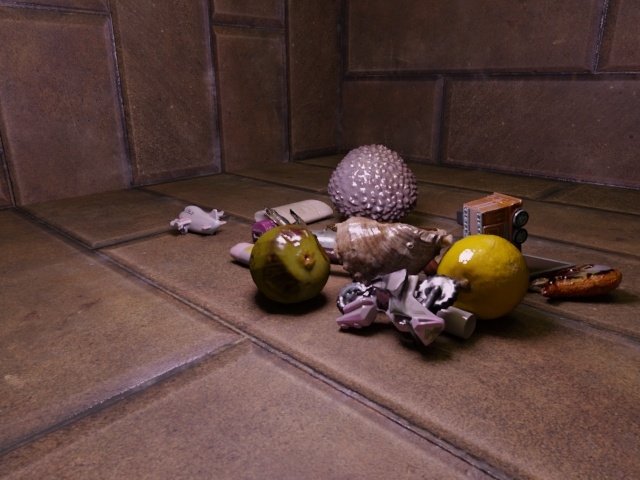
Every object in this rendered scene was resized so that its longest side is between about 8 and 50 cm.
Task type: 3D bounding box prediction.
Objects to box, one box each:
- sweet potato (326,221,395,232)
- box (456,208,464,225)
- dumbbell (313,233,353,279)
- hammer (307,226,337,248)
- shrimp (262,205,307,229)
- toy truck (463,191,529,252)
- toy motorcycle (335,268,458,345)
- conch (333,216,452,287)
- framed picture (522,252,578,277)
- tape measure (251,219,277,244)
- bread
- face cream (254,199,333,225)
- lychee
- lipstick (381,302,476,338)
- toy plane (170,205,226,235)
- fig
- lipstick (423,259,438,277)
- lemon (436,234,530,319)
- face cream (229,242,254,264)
[{"bbox_3d":[0.207,-0.018,1.841,0.131,0.130,0.423,-17,22,-41],"label":"sweet potato"},{"bbox_3d":[0.685,-0.110,2.176,0.123,0.084,0.069,-6,10,-18],"label":"box"},{"bbox_3d":[0.044,0.054,1.607,0.226,0.140,0.123,6,49,21],"label":"dumbbell"},{"bbox_3d":[0.000,0.000,1.854,0.202,0.112,0.305,6,11,8],"label":"hammer"},{"bbox_3d":[-0.146,-0.091,2.051,0.217,0.051,0.150,37,36,5],"label":"shrimp"},{"bbox_3d":[0.523,0.021,1.451,0.163,0.304,0.136,-14,21,-16],"label":"toy truck"},{"bbox_3d":[0.186,0.180,1.215,0.328,0.143,0.187,-9,52,25],"label":"toy motorcycle"},{"bbox_3d":[0.208,0.044,1.408,0.353,0.209,0.297,11,9,29],"label":"conch"},{"bbox_3d":[0.683,0.081,1.641,0.233,0.019,0.296,-8,11,-23],"label":"framed picture"},{"bbox_3d":[-0.214,-0.021,1.869,0.125,0.118,0.074,11,20,39],"label":"tape measure"},{"bbox_3d":[0.775,0.133,1.451,0.269,0.095,0.139,-16,6,0],"label":"bread"},{"bbox_3d":[-0.121,-0.121,2.210,0.349,0.081,0.174,-18,33,-42],"label":"face cream"},{"bbox_3d":[0.231,-0.232,2.131,0.432,0.379,0.381,34,34,28],"label":"lychee"},{"bbox_3d":[0.289,0.193,1.294,0.255,0.070,0.070,16,25,41],"label":"lipstick"},{"bbox_3d":[-0.531,-0.090,2.084,0.253,0.118,0.252,-1,16,0],"label":"toy plane"},{"bbox_3d":[-0.103,0.079,1.435,0.240,0.239,0.271,-10,-8,-27],"label":"fig"},{"bbox_3d":[0.373,0.069,1.682,0.058,0.057,0.356,-1,20,-2],"label":"lipstick"},{"bbox_3d":[0.427,0.102,1.289,0.241,0.240,0.219,17,18,42],"label":"lemon"},{"bbox_3d":[-0.200,0.065,1.682,0.270,0.072,0.107,14,16,40],"label":"face cream"}]
